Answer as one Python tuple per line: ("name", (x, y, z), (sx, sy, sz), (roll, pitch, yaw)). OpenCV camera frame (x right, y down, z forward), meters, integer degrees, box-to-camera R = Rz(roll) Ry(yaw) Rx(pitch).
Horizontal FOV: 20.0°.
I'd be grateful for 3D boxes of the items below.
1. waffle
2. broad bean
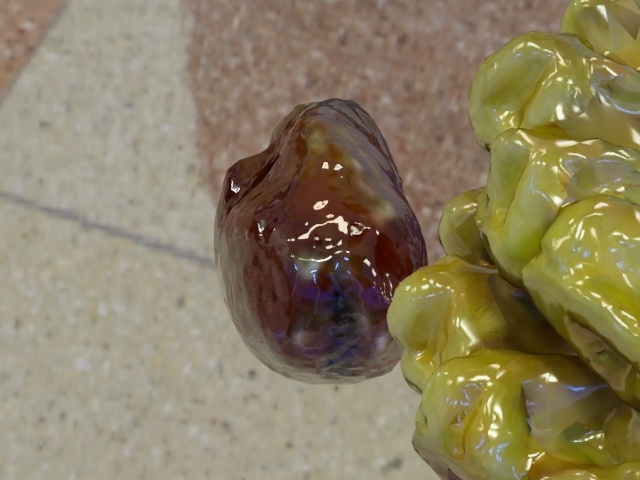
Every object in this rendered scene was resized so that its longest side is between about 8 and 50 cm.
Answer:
("waffle", (0.194, 0.041, 0.612), (0.324, 0.151, 0.261), (33, 49, 23))
("broad bean", (-0.003, -0.002, 1.088), (0.122, 0.156, 0.228), (-9, 29, -7))
